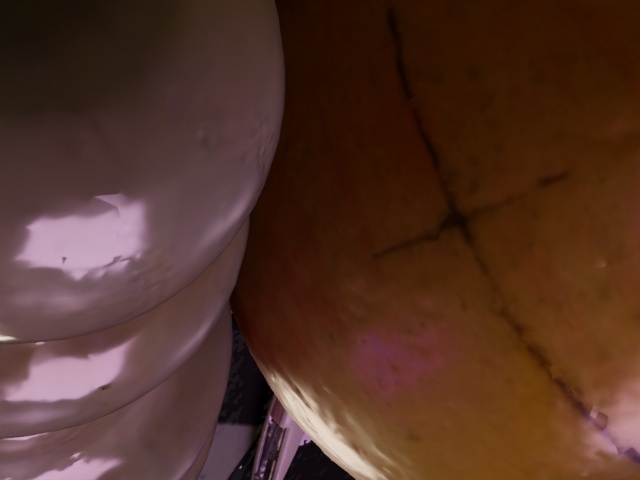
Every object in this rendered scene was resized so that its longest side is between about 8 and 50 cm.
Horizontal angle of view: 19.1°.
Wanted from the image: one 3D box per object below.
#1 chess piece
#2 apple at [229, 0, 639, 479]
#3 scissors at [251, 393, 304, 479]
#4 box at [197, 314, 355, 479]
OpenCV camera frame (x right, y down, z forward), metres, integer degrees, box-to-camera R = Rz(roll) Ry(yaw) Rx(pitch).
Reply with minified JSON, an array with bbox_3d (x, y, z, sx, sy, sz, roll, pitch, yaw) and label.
[{"bbox_3d":[-0.095,-0.002,0.553,0.182,0.182,0.330,-22,167,-19],"label":"chess piece"},{"bbox_3d":[0.092,-0.025,0.699,0.286,0.233,0.286,-25,169,-5],"label":"apple"},{"bbox_3d":[-0.012,0.086,1.085,0.085,0.022,0.176,-20,144,-36],"label":"scissors"},{"bbox_3d":[-0.095,0.116,1.109,0.350,0.058,0.211,11,121,-49],"label":"box"}]
